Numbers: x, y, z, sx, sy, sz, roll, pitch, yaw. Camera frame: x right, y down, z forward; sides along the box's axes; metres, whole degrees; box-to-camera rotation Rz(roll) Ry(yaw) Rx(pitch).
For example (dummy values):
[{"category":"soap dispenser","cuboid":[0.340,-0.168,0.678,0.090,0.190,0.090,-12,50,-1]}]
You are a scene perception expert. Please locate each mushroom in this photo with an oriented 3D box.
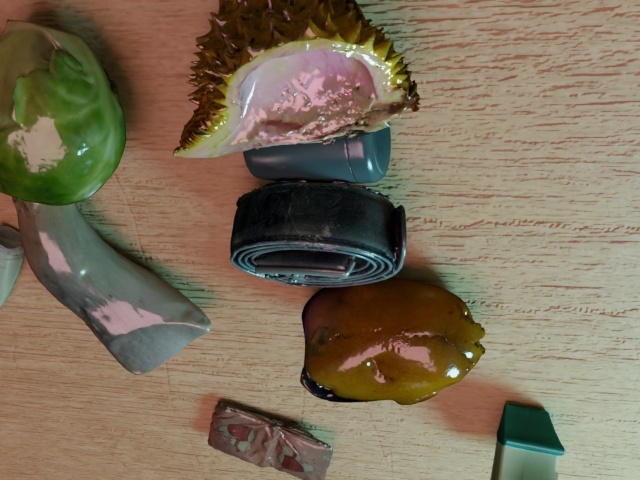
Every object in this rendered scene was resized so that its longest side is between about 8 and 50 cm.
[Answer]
[{"category":"mushroom","cuboid":[-0.367,0.039,1.221,0.177,0.126,0.397,-34,112,23]}]

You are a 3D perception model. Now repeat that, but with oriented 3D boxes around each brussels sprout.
[{"category":"brussels sprout","cuboid":[-0.374,-0.165,1.012,0.244,0.244,0.244,8,128,10]}]

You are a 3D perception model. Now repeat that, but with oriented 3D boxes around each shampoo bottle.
[{"category":"shampoo bottle","cuboid":[-0.578,0.058,1.338,0.072,0.049,0.212,33,128,-6]}]

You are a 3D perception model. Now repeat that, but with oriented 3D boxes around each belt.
[{"category":"belt","cuboid":[0.000,0.000,1.040,0.268,0.116,0.206,-7,157,36]}]

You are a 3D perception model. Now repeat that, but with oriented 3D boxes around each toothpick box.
[{"category":"toothpick box","cuboid":[-0.008,-0.133,0.990,0.184,0.120,0.120,0,127,19]}]

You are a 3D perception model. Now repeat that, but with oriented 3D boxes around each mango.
[{"category":"mango","cuboid":[0.105,0.148,1.150,0.287,0.152,0.201,0,124,12]}]

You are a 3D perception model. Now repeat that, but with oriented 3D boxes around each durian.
[{"category":"durian","cuboid":[-0.053,-0.227,0.895,0.305,0.195,0.185,-13,153,25]}]

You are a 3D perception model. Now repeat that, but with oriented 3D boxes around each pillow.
[{"category":"pillow","cuboid":[-0.099,0.393,1.469,0.248,0.049,0.135,18,129,7]}]

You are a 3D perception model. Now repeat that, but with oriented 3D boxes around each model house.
[{"category":"model house","cuboid":[0.349,0.358,1.272,0.101,0.148,0.127,7,172,7]}]
